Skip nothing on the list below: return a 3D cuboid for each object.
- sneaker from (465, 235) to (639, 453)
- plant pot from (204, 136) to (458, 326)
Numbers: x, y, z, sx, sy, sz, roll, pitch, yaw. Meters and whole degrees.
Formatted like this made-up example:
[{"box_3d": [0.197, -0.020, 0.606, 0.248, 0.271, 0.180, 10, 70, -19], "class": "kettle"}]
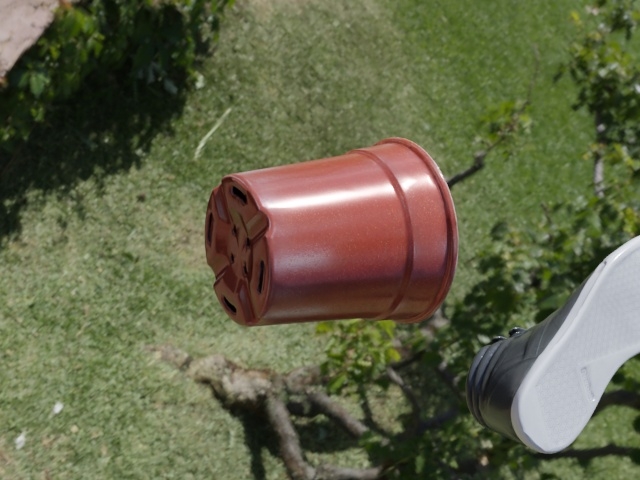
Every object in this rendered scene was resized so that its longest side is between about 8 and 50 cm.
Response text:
[{"box_3d": [0.261, 0.096, 0.872, 0.296, 0.147, 0.104, -43, 100, -22], "class": "sneaker"}, {"box_3d": [0.000, 0.000, 1.130, 0.265, 0.272, 0.272, -7, 65, -31], "class": "plant pot"}]
